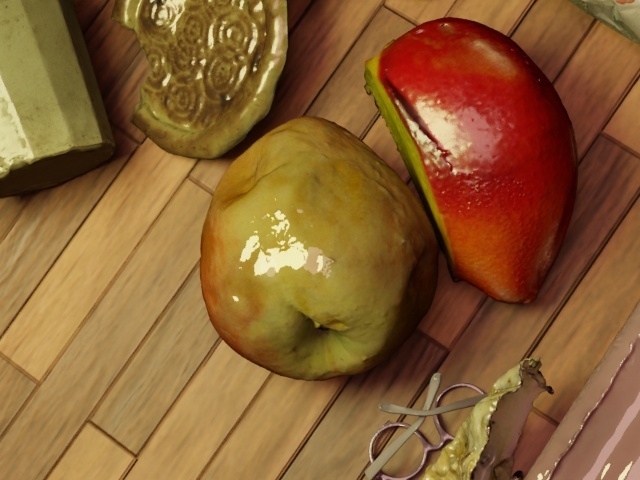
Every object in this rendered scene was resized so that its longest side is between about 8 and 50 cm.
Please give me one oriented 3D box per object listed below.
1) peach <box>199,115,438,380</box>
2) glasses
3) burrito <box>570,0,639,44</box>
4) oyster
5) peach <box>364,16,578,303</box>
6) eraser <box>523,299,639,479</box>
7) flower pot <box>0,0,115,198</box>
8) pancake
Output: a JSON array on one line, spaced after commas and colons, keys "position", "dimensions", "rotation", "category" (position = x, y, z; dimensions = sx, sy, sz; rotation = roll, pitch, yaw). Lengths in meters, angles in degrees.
[{"position": [0.000, 0.000, 1.239], "dimensions": [0.214, 0.214, 0.235], "rotation": [-4, 61, 11], "category": "peach"}, {"position": [0.093, 0.163, 1.222], "dimensions": [0.140, 0.104, 0.062], "rotation": [-31, 71, -1], "category": "glasses"}, {"position": [0.264, -0.235, 1.304], "dimensions": [0.203, 0.064, 0.064], "rotation": [30, 84, 16], "category": "burrito"}, {"position": [0.132, 0.190, 1.204], "dimensions": [0.072, 0.133, 0.209], "rotation": [24, 115, 25], "category": "oyster"}, {"position": [0.148, -0.080, 1.243], "dimensions": [0.159, 0.154, 0.267], "rotation": [-23, 73, 4], "category": "peach"}, {"position": [0.341, 0.187, 1.159], "dimensions": [0.272, 0.122, 0.359], "rotation": [32, 86, 15], "category": "eraser"}, {"position": [-0.306, -0.151, 1.346], "dimensions": [0.212, 0.212, 0.202], "rotation": [-21, 86, 6], "category": "flower pot"}, {"position": [-0.116, -0.195, 1.351], "dimensions": [0.212, 0.029, 0.235], "rotation": [-23, 76, 30], "category": "pancake"}]
